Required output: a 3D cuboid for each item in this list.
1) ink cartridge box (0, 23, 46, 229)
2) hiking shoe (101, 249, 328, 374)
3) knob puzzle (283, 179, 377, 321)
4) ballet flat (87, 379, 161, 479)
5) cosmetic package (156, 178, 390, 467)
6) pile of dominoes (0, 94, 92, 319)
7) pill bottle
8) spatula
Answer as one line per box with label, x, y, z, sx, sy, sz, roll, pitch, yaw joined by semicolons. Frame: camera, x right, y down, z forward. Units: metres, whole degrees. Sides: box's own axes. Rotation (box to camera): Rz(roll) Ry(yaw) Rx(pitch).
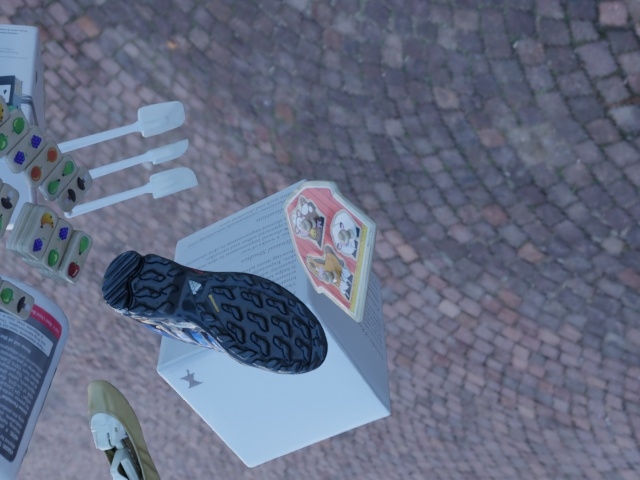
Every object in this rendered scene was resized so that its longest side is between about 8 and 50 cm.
ink cartridge box;-0.406;-0.142;1.261;0.093;0.219;0.160;0;148;-11
hiking shoe;-0.131;0.094;1.296;0.304;0.113;0.132;22;168;6
knob puzzle;0.000;0.000;1.396;0.213;0.030;0.213;33;133;44
ballet flat;-0.323;0.336;1.600;0.080;0.073;0.232;-16;108;24
cosmetic package;-0.084;0.161;1.958;0.330;0.393;0.327;-24;124;17
pile of dominoes;-0.326;-0.040;1.038;0.040;0.195;0.251;8;158;25
pill bottle;-0.433;0.211;1.187;0.177;0.318;0.176;8;144;6
spatula;-0.337;-0.137;1.698;0.019;0.242;0.168;43;146;51
